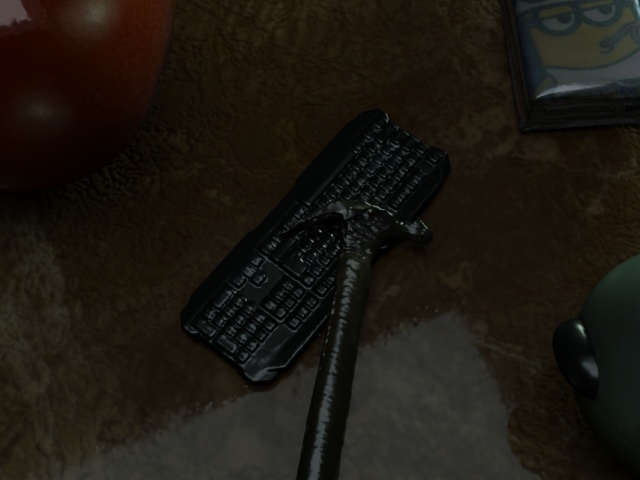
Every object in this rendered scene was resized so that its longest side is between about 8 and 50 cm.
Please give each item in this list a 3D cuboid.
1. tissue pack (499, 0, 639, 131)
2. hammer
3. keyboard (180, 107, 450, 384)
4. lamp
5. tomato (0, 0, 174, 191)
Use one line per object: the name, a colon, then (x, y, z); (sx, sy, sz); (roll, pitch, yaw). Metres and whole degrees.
tissue pack: (0.225, -0.176, 0.981); (0.115, 0.065, 0.155); (-3, 63, -2)
hammer: (0.011, 0.107, 0.863); (0.125, 0.027, 0.297); (12, 71, -5)
keyboard: (0.000, 0.000, 0.928); (0.106, 0.016, 0.262); (36, 70, 15)
lamp: (0.292, 0.079, 0.813); (0.197, 0.198, 0.244); (38, 48, 16)
tomato: (-0.233, -0.163, 0.882); (0.224, 0.256, 0.256); (19, 66, -10)
